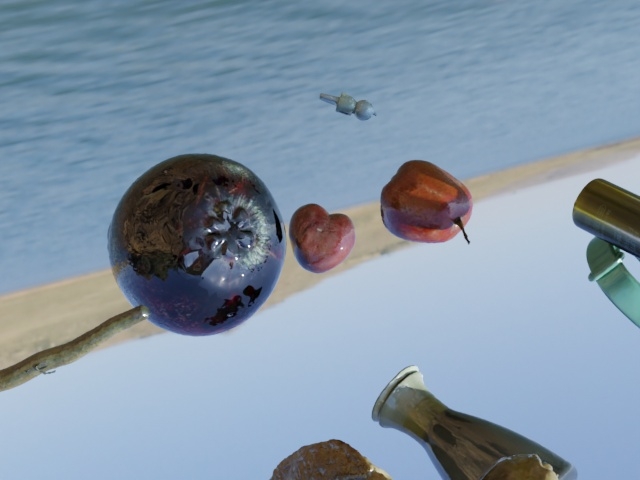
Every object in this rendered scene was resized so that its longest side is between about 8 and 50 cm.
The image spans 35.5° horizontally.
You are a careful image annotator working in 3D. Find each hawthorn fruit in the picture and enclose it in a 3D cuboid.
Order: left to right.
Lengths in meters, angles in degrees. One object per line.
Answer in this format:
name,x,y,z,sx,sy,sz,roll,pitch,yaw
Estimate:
hawthorn fruit,0.213,-0.057,1.826,0.203,0.163,0.162,27,-157,26

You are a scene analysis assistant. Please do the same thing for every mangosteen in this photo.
mangosteen,-0.208,0.014,1.621,0.300,0.300,0.300,-14,-179,0

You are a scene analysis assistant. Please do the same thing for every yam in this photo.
yam,-0.284,0.125,1.054,0.234,0.027,0.029,-25,-175,5

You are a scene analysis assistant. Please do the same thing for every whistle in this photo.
whistle,0.046,-0.224,1.656,0.100,0.035,0.035,18,-177,3

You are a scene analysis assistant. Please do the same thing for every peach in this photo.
peach,0.000,0.000,2.180,0.152,0.152,0.152,-14,-179,0

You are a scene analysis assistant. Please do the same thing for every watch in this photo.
watch,0.498,0.055,1.549,0.068,0.195,0.237,-42,161,33

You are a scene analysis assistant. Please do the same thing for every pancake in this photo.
pancake,0.018,0.509,1.606,0.387,0.387,0.082,-13,168,42

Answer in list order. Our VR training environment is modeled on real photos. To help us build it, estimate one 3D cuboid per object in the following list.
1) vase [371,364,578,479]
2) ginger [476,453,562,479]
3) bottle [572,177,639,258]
vase,0.237,0.342,1.616,0.321,0.173,0.173,35,-149,29
ginger,0.162,0.335,1.003,0.116,0.263,0.109,24,173,14
bottle,0.489,0.004,1.391,0.082,0.082,0.286,-15,-145,-40
